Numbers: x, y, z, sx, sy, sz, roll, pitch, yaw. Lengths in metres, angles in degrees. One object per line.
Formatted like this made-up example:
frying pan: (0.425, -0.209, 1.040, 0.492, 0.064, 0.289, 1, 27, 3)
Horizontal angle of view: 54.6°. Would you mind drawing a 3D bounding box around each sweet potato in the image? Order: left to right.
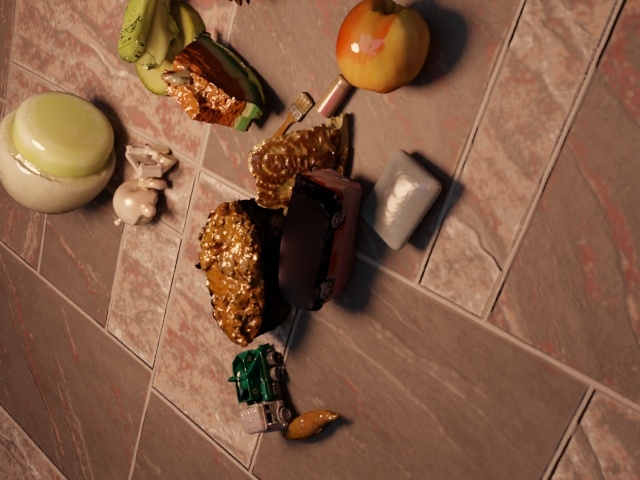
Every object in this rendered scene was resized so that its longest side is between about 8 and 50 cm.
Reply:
sweet potato: (-0.023, 0.447, 1.509, 0.068, 0.060, 0.206, 38, 133, -15)

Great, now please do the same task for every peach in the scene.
peach: (0.118, -0.376, 1.213, 0.184, 0.184, 0.184, 6, 100, 36)

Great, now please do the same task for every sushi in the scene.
sushi: (-0.193, 0.068, 1.490, 0.234, 0.207, 0.348, 2, 101, 29)

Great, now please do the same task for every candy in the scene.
candy: (0.164, -0.083, 1.279, 0.138, 0.071, 0.174, 50, 123, 33)

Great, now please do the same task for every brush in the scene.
brush: (-0.076, -0.279, 1.469, 0.170, 0.014, 0.043, -46, 71, 34)

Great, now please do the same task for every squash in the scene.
squash: (-0.409, -0.517, 1.660, 0.252, 0.049, 0.252, 6, 99, 36)

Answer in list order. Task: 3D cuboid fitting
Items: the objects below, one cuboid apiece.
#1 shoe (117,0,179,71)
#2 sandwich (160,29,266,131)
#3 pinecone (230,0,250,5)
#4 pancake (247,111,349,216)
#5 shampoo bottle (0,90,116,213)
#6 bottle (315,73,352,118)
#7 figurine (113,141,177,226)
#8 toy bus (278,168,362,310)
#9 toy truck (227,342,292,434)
shoe: (-0.442, -0.547, 1.581, 0.140, 0.128, 0.262, -7, 60, 28)
sandwich: (-0.255, -0.365, 1.484, 0.292, 0.212, 0.109, 39, 133, 11)
pinecone: (-0.181, -0.676, 1.363, 0.292, 0.246, 0.246, -41, 71, 11)
pancake: (-0.032, -0.150, 1.391, 0.258, 0.056, 0.212, -19, 110, 5)
shampoo bottle: (-0.768, -0.244, 1.797, 0.317, 0.322, 0.322, -45, 70, 39)
bottle: (0.030, -0.317, 1.363, 0.045, 0.045, 0.096, 49, 121, 21)
figurine: (-0.504, -0.136, 1.732, 0.182, 0.145, 0.256, 37, 120, 24)
toy bus: (0.000, 0.000, 1.345, 0.128, 0.147, 0.302, 25, 124, 30)
toy truck: (-0.161, 0.372, 1.547, 0.110, 0.116, 0.215, -26, 70, 37)
